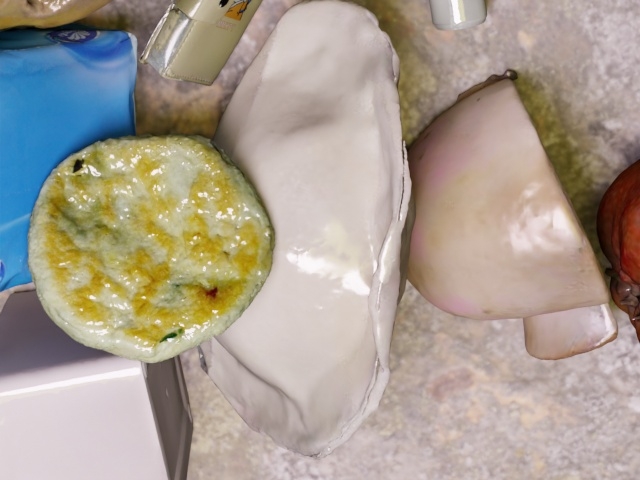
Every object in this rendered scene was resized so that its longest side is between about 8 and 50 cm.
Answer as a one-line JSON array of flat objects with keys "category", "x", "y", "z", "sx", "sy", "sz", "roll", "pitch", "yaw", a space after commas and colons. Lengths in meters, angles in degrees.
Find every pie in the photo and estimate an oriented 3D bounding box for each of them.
[{"category": "pie", "x": -0.128, "y": 0.003, "z": 1.323, "sx": 0.186, "sy": 0.041, "sz": 0.187, "roll": -1, "pitch": 71, "yaw": 2}]

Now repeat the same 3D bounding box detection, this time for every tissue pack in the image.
[{"category": "tissue pack", "x": -0.277, "y": -0.058, "z": 1.370, "sx": 0.146, "sy": 0.263, "sz": 0.198, "roll": 13, "pitch": 110, "yaw": 39}, {"category": "tissue pack", "x": -0.188, "y": 0.136, "z": 1.444, "sx": 0.136, "sy": 0.246, "sz": 0.159, "roll": -11, "pitch": 105, "yaw": 2}]

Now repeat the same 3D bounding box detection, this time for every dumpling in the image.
[{"category": "dumpling", "x": 0.002, "y": -0.003, "z": 1.401, "sx": 0.181, "sy": 0.260, "sz": 0.341, "roll": 32, "pitch": 91, "yaw": -36}]

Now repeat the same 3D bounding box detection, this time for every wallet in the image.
[{"category": "wallet", "x": -0.083, "y": -0.201, "z": 1.427, "sx": 0.039, "sy": 0.110, "sz": 0.155, "roll": 36, "pitch": 103, "yaw": 17}]

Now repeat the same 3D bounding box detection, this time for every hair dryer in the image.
[{"category": "hair dryer", "x": 0.154, "y": -0.226, "z": 1.452, "sx": 0.137, "sy": 0.047, "sz": 0.082, "roll": -12, "pitch": 106, "yaw": -4}]

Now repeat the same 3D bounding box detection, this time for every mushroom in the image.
[{"category": "mushroom", "x": 0.139, "y": 0.012, "z": 1.450, "sx": 0.162, "sy": 0.173, "sz": 0.236, "roll": -24, "pitch": 105, "yaw": 9}]

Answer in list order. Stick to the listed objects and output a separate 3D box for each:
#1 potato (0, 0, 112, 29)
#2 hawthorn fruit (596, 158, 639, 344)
[{"category": "potato", "x": -0.213, "y": -0.266, "z": 1.364, "sx": 0.296, "sy": 0.141, "sz": 0.192, "roll": -33, "pitch": 106, "yaw": -18}, {"category": "hawthorn fruit", "x": 0.356, "y": 0.001, "z": 1.430, "sx": 0.248, "sy": 0.208, "sz": 0.208, "roll": -20, "pitch": 105, "yaw": 3}]
